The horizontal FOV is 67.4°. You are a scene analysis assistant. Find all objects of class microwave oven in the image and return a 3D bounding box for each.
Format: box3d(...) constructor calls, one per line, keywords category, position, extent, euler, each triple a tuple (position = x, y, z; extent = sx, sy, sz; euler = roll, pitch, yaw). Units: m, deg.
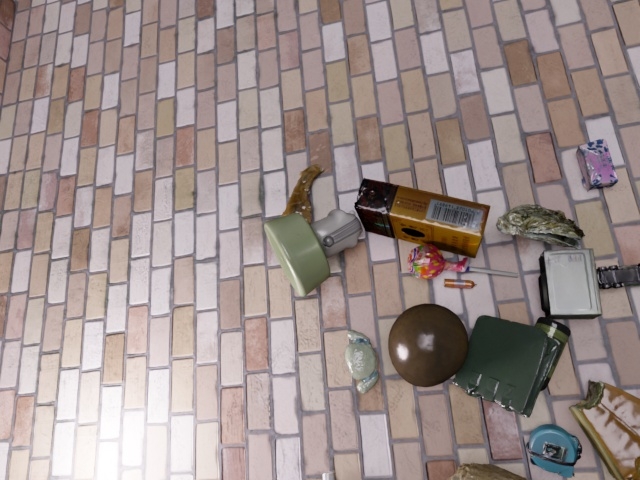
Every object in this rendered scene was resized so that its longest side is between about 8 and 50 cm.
box3d(category="microwave oven", position=(0.770, 0.139, 1.495), extent=(0.163, 0.129, 0.205), euler=(-3, 73, 17))

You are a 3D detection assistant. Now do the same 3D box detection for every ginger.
box3d(category="ginger", position=(-0.062, -0.168, 1.842), extent=(0.131, 0.086, 0.295), euler=(6, 69, 40))

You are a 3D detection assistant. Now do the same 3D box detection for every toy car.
box3d(category="toy car", position=(0.938, 0.113, 1.492), extent=(0.165, 0.062, 0.071), euler=(-8, 73, 11))

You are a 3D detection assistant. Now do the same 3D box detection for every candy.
box3d(category="candy", position=(0.919, -0.251, 1.603), extent=(0.092, 0.073, 0.160), euler=(-10, 71, 14))
box3d(category="candy", position=(0.477, 0.090, 1.616), extent=(0.365, 0.124, 0.124), euler=(7, 75, 8))

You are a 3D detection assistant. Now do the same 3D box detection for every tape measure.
box3d(category="tape measure", position=(0.680, 0.606, 1.402), extent=(0.146, 0.081, 0.125), euler=(11, 94, 21))

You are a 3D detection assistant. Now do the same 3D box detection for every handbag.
box3d(category="handbag", position=(0.553, 0.372, 1.446), extent=(0.247, 0.079, 0.260), euler=(12, 74, 55))

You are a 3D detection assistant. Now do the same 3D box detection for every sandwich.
box3d(category="sandwich", position=(0.807, 0.532, 1.354), extent=(0.198, 0.155, 0.227), euler=(25, 81, 22))

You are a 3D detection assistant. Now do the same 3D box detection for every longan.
box3d(category="longan", position=(0.332, 0.323, 1.505), extent=(0.258, 0.258, 0.258), euler=(-4, 73, 14))

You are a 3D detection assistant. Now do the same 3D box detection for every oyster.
box3d(category="oyster", position=(0.705, -0.041, 1.547), extent=(0.267, 0.198, 0.112), euler=(22, 117, 15))

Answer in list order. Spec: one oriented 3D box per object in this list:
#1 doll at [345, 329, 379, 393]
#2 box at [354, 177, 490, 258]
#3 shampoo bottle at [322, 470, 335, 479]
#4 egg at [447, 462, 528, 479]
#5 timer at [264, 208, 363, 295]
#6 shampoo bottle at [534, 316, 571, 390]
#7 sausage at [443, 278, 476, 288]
box3d(category="doll", position=(0.137, 0.404, 1.616), extent=(0.103, 0.071, 0.214), euler=(-16, 74, 11))
box3d(category="box", position=(0.333, -0.072, 1.608), extent=(0.415, 0.264, 0.116), euler=(15, 78, 17))
box3d(category="shampoo bottle", position=(0.031, 0.833, 1.514), extent=(0.074, 0.074, 0.192), euler=(-11, 71, 12))
box3d(category="egg", position=(0.473, 0.752, 1.314), extent=(0.310, 0.279, 0.279), euler=(9, 75, -6))
box3d(category="timer", position=(0.000, 0.000, 1.693), extent=(0.315, 0.291, 0.291), euler=(-28, 68, -11))
box3d(category="shampoo bottle", position=(0.660, 0.379, 1.466), extent=(0.101, 0.101, 0.284), euler=(26, 82, 21))
box3d(category="sausage", position=(0.473, 0.147, 1.626), extent=(0.107, 0.031, 0.031), euler=(4, 75, 16))
